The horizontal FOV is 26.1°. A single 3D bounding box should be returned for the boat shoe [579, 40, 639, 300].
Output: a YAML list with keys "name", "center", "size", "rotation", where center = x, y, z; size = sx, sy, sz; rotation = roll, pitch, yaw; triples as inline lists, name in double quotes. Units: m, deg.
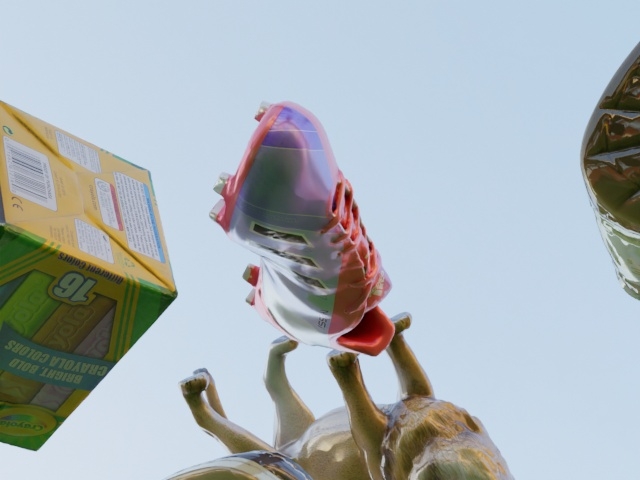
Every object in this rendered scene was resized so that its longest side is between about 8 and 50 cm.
- name: "boat shoe"
  center: [0.118, -0.052, 0.353]
  size: [0.153, 0.056, 0.048]
  rotation: [-55, -30, -20]

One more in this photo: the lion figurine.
- name: "lion figurine"
  center: [0.026, 0.213, 1.377]
  size: [0.142, 0.392, 0.240]
  rotation: [-28, -79, -38]

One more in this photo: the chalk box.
- name: "chalk box"
  center: [-0.212, 0.041, 0.894]
  size: [0.132, 0.132, 0.213]
  rotation: [25, -59, -35]

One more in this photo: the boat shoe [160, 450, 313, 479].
- name: "boat shoe"
  center: [-0.069, 0.189, 0.789]
  size: [0.103, 0.092, 0.285]
  rotation: [42, -45, 9]

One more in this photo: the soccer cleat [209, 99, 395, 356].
- name: "soccer cleat"
  center: [0.000, 0.000, 0.783]
  size: [0.095, 0.083, 0.248]
  rotation: [24, -21, 12]
